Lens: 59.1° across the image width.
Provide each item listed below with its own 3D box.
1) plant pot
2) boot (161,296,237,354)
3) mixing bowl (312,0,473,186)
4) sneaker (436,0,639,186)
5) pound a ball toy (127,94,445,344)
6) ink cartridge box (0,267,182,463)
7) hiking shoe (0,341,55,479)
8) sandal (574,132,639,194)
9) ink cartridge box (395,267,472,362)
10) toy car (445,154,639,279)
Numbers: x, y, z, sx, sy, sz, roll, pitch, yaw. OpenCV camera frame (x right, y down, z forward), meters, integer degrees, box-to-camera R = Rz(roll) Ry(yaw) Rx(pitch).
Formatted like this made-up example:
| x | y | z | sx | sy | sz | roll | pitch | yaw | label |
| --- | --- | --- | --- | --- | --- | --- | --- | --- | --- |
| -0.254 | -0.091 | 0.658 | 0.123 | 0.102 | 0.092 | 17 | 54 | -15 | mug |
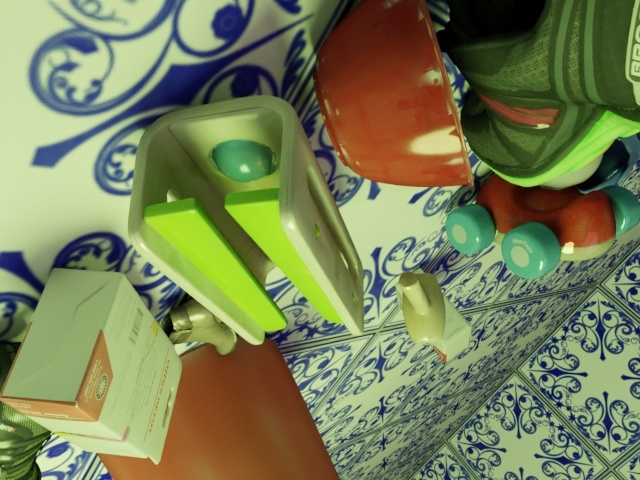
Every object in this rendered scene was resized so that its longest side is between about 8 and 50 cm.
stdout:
| x | y | z | sx | sy | sz | roll | pitch | yaw | label |
| --- | --- | --- | --- | --- | --- | --- | --- | --- | --- |
| -0.108 | 0.299 | 0.731 | 0.275 | 0.243 | 0.275 | -30 | 148 | -21 | plant pot |
| -0.138 | 0.102 | 0.643 | 0.087 | 0.042 | 0.118 | -12 | 139 | -31 | boot |
| 0.054 | -0.117 | 0.469 | 0.098 | 0.181 | 0.181 | -17 | 154 | 14 | mixing bowl |
| 0.200 | -0.171 | 0.469 | 0.185 | 0.202 | 0.483 | -52 | 179 | 0 | sneaker |
| 0.000 | 0.000 | 0.531 | 0.208 | 0.135 | 0.319 | -7 | 153 | 13 | pound a ball toy |
| -0.192 | 0.125 | 0.517 | 0.067 | 0.115 | 0.198 | 3 | 146 | 7 | ink cartridge box |
| -0.275 | 0.176 | 0.527 | 0.114 | 0.086 | 0.227 | -20 | 144 | -27 | hiking shoe |
| 0.436 | -0.093 | 0.954 | 0.138 | 0.126 | 0.317 | -20 | 138 | -58 | sandal |
| 0.190 | 0.127 | 0.960 | 0.056 | 0.135 | 0.099 | -33 | 149 | -8 | ink cartridge box |
| 0.313 | -0.105 | 0.797 | 0.219 | 0.210 | 0.238 | -20 | 116 | -26 | toy car |
